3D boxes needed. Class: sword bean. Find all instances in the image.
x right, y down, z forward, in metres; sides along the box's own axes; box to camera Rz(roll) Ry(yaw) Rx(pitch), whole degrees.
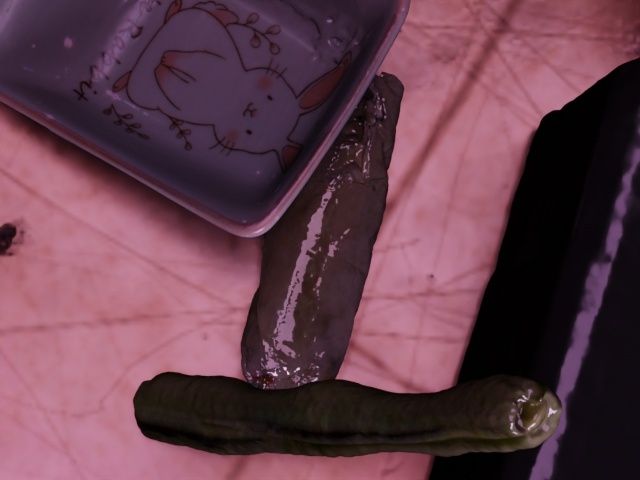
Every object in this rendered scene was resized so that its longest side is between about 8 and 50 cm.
[{"bbox_3d":[0.007,0.082,0.888,0.043,0.269,0.038,48,57,-29],"label":"sword bean"}]

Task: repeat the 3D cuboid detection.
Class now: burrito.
[{"bbox_3d":[0.000,0.000,0.983,0.058,0.045,0.188,13,85,13],"label":"burrito"}]

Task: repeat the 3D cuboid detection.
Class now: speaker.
[{"bbox_3d":[0.171,0.082,0.919,0.184,0.180,0.388,19,82,-5],"label":"speaker"}]

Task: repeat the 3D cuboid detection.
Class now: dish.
[{"bbox_3d":[-0.077,-0.105,0.974,0.234,0.064,0.154,30,82,20],"label":"dish"}]
